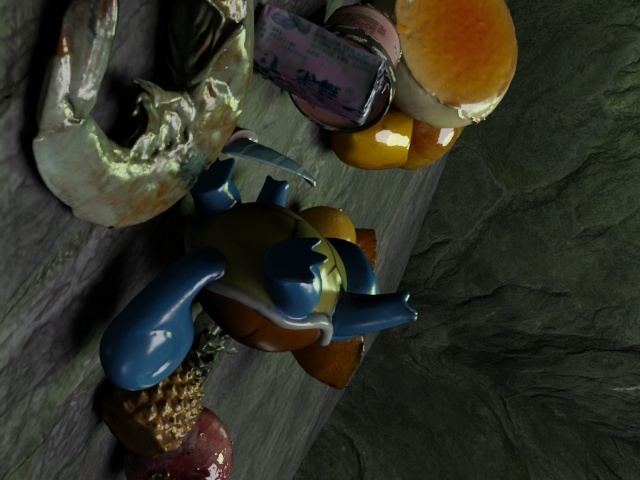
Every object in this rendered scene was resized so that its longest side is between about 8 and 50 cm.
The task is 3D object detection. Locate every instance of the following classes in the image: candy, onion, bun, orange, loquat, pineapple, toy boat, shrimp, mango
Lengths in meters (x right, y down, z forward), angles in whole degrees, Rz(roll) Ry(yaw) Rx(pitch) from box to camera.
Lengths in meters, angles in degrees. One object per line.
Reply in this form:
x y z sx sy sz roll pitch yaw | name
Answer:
-0.004 -0.204 0.777 0.073 0.160 0.092 -62 174 2 | candy
-0.198 0.311 0.975 0.195 0.159 0.159 -55 166 -73 | onion
0.198 -0.333 1.161 0.299 0.299 0.165 -60 -161 -20 | bun
0.035 0.141 1.363 0.274 0.274 0.310 -4 75 -75 | orange
0.000 0.000 1.209 0.141 0.141 0.141 -59 166 -25 | loquat
-0.171 0.145 0.876 0.130 0.119 0.277 56 44 -21 | pineapple
-0.063 -0.101 0.808 0.096 0.122 0.034 -35 149 -64 | toy boat
-0.135 -0.157 0.552 0.247 0.085 0.360 -36 152 -52 | shrimp
0.100 -0.192 1.219 0.252 0.154 0.126 -24 118 -69 | mango

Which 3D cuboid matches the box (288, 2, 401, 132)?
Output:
0.041 -0.248 0.919 0.151 0.151 0.135 102 9 -45 | box

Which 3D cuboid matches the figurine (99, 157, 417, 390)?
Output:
-0.051 0.045 0.783 0.416 0.298 0.243 -7 123 -50 | figurine

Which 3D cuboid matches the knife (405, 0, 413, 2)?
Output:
0.066 -0.378 0.875 0.365 0.043 0.089 -26 96 -60 | knife

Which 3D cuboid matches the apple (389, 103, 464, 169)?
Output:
0.212 -0.272 1.425 0.210 0.173 0.235 -23 -148 42 | apple
